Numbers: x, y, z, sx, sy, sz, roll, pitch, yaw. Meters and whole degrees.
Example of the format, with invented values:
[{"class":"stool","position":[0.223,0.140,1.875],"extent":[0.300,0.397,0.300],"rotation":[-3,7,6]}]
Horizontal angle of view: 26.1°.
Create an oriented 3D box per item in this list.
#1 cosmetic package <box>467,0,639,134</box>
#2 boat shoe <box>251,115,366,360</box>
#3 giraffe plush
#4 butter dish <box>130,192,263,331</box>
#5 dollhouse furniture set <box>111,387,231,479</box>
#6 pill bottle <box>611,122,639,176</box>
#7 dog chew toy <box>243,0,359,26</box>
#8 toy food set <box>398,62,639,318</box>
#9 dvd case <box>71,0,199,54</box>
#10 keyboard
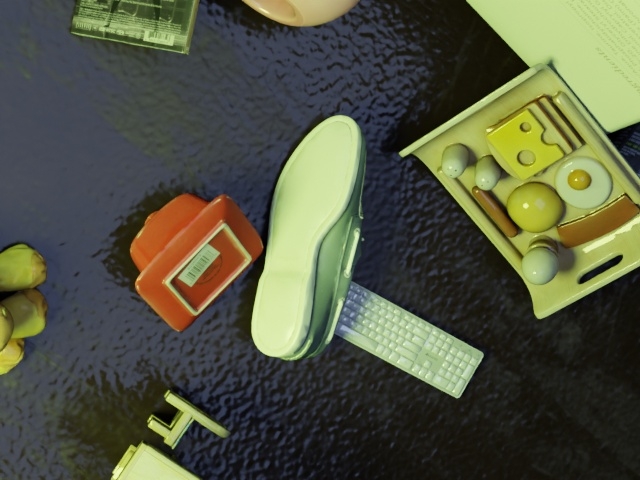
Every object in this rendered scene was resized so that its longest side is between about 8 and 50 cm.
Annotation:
[{"class":"cosmetic package","position":[0.407,-0.374,1.653],"extent":[0.327,0.393,0.329],"rotation":[44,74,-7]},{"class":"boat shoe","position":[0.000,0.000,1.778],"extent":[0.099,0.116,0.320],"rotation":[21,82,-50]},{"class":"giraffe plush","position":[-0.417,0.081,1.606],"extent":[0.210,0.170,0.181],"rotation":[0,96,-17]},{"class":"butter dish","position":[-0.173,0.006,1.711],"extent":[0.160,0.118,0.160],"rotation":[-45,150,-8]},{"class":"dollhouse furniture set","position":[-0.174,0.316,1.664],"extent":[0.161,0.242,0.212],"rotation":[34,84,-5]},{"class":"pill bottle","position":[0.499,-0.162,1.887],"extent":[0.130,0.130,0.246],"rotation":[40,84,-17]},{"class":"dog chew toy","position":[0.012,-0.429,1.680],"extent":[0.206,0.206,0.332],"rotation":[32,80,-17]},{"class":"toy food set","position":[0.279,-0.059,1.789],"extent":[0.219,0.092,0.306],"rotation":[-33,109,29]},{"class":"dvd case","position":[-0.208,-0.344,1.657],"extent":[0.164,0.018,0.221],"rotation":[13,93,24]},{"class":"keyboard","position":[0.100,0.127,1.854],"extent":[0.256,0.014,0.072],"rotation":[29,87,-17]}]
